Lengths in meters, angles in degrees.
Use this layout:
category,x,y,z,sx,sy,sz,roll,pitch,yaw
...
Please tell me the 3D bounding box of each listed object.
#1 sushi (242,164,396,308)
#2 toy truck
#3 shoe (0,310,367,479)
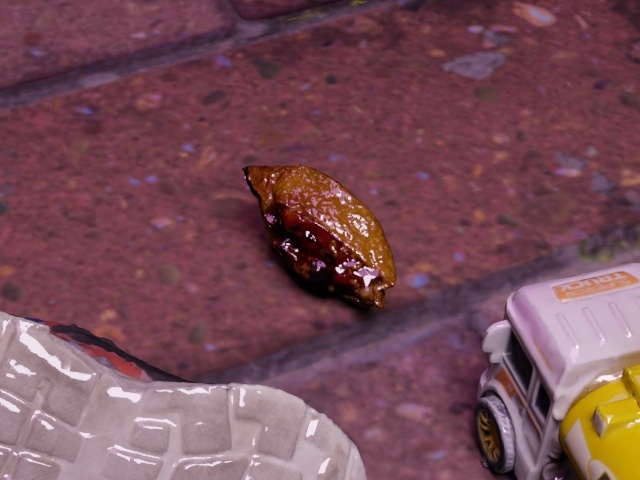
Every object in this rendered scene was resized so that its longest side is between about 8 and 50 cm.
category,x,y,z,sx,sy,sz,roll,pitch,yaw
sushi,0.000,0.000,0.902,0.099,0.050,0.047,36,47,17
toy truck,0.150,0.107,0.757,0.098,0.114,0.227,-11,46,-16
shoe,-0.096,0.095,0.780,0.227,0.125,0.099,22,79,-15
